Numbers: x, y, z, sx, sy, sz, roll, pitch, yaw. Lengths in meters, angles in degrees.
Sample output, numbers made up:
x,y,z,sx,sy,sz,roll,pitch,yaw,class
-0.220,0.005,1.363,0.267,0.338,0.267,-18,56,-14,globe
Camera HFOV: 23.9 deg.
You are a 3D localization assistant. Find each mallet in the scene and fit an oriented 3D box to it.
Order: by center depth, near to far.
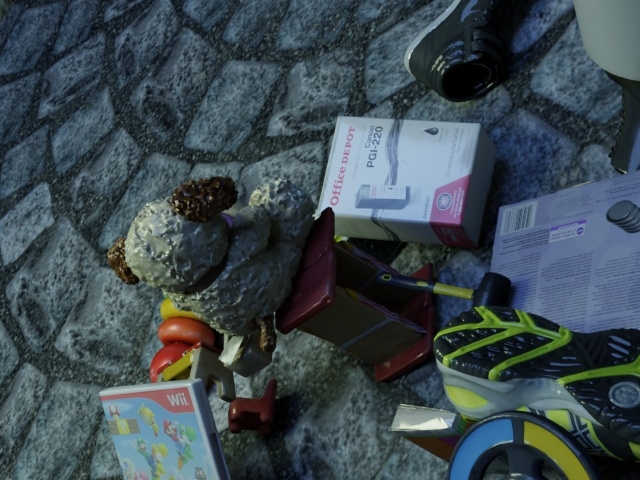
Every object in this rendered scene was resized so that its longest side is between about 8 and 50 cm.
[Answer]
x,y,z,sx,sy,sz,roll,pitch,yaw,class
0.159,0.054,1.944,0.190,0.039,0.062,18,74,38,mallet

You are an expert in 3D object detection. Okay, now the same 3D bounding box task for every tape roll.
x,y,z,sx,sy,sz,roll,pitch,yaw,class
0.438,-0.343,1.921,0.246,0.169,0.246,-13,42,12,tape roll

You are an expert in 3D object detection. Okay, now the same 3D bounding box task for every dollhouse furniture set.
x,y,z,sx,sy,sz,roll,pitch,yaw,class
-0.040,0.135,2.116,0.374,0.201,0.152,-34,41,34,dollhouse furniture set

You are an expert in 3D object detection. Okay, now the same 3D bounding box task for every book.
x,y,z,sx,sy,sz,roll,pitch,yaw,class
0.168,0.245,1.830,0.096,0.144,0.035,-2,60,46,book

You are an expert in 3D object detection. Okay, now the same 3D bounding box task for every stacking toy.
x,y,z,sx,sy,sz,roll,pitch,yaw,class
-0.203,0.091,2.382,0.141,0.141,0.330,-11,58,43,stacking toy

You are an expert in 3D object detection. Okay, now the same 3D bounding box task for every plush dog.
x,y,z,sx,sy,sz,roll,pitch,yaw,class
-0.151,0.027,1.955,0.262,0.225,0.210,-39,38,28,plush dog

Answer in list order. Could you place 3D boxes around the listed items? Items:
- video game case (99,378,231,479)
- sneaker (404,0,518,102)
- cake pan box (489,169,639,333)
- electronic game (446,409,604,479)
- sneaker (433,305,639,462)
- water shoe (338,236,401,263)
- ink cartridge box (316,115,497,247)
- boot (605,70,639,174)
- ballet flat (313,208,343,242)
x,y,z,sx,sy,sz,roll,pitch,yaw,class
-0.199,0.336,2.104,0.204,0.025,0.285,-10,97,43,video game case
0.256,-0.323,2.237,0.295,0.105,0.147,-49,38,16,sneaker
0.319,0.049,1.887,0.267,0.070,0.245,-16,50,40,cake pan box
0.233,0.305,1.709,0.229,0.048,0.229,10,105,43,electronic game
0.315,0.187,1.742,0.385,0.147,0.145,18,48,35,sneaker
0.093,-0.031,2.215,0.203,0.073,0.080,-45,19,1,water shoe
0.120,-0.084,2.116,0.218,0.092,0.158,4,71,25,ink cartridge box
0.399,-0.159,1.969,0.137,0.077,0.198,-53,35,10,boot
0.000,0.000,2.270,0.231,0.077,0.077,-53,36,0,ballet flat
